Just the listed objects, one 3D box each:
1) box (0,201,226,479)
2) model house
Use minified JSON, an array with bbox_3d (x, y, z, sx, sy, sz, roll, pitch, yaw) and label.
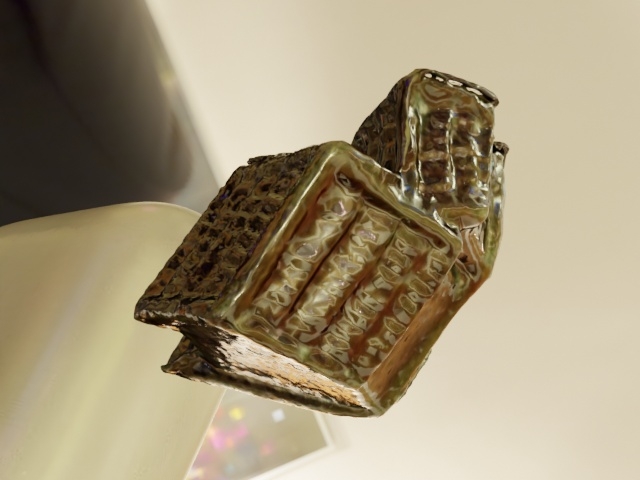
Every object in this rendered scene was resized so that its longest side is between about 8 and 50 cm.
[{"bbox_3d":[-0.199,0.134,0.920,0.288,0.141,0.349,-6,-130,45],"label":"box"},{"bbox_3d":[0.004,-0.006,0.566,0.165,0.106,0.152,-57,162,-9],"label":"model house"}]
